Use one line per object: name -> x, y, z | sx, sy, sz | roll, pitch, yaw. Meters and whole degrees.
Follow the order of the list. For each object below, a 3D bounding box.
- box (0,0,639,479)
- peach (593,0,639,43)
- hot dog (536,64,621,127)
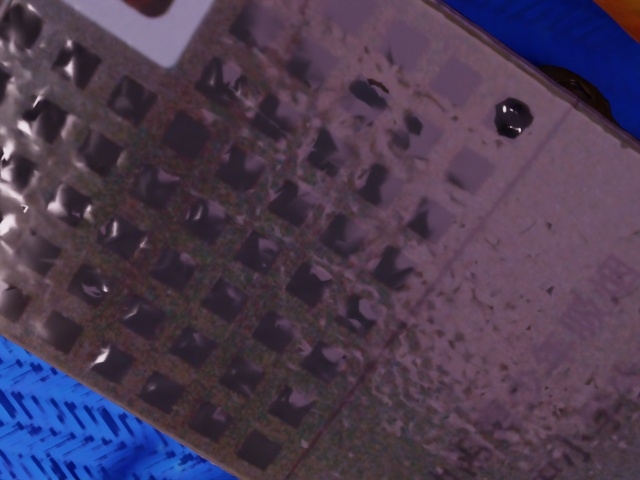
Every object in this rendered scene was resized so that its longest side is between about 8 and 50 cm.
box -> 0.000, -0.001, 0.355 | 0.324, 0.047, 0.180 | 33, 107, -9
peach -> 0.184, -0.130, 0.278 | 0.214, 0.235, 0.214 | -7, 112, -19
hot dog -> 0.144, 0.049, 0.439 | 0.083, 0.068, 0.289 | -40, 111, -5
